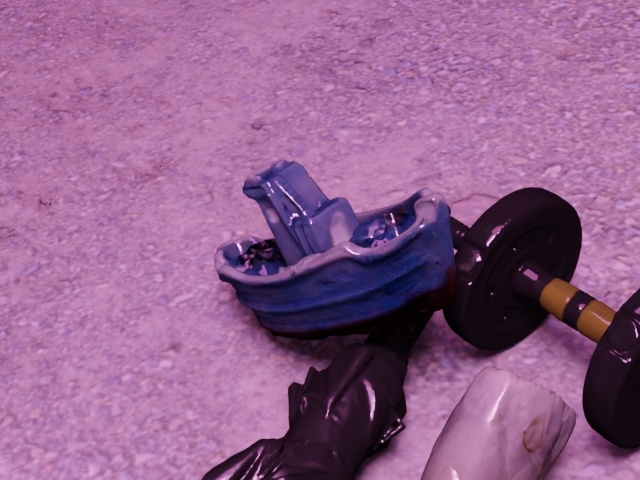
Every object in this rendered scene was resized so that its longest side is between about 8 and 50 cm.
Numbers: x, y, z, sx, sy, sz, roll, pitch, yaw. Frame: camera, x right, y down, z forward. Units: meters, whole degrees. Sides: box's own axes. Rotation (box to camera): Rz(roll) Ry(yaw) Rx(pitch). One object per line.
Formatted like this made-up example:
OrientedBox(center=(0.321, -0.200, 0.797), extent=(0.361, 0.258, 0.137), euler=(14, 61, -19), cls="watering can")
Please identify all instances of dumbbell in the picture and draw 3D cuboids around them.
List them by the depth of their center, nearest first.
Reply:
OrientedBox(center=(0.204, 0.056, 0.805), extent=(0.143, 0.143, 0.325), euler=(-34, 44, -22), cls="dumbbell")

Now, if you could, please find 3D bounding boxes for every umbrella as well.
OrientedBox(center=(0.012, 0.141, 0.793), extent=(0.118, 0.118, 0.340), euler=(13, 45, 27), cls="umbrella")

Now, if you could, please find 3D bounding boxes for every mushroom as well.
OrientedBox(center=(0.093, 0.189, 0.727), extent=(0.081, 0.092, 0.223), euler=(35, 68, 15), cls="mushroom")

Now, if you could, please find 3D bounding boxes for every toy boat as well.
OrientedBox(center=(0.000, 0.000, 0.850), extent=(0.129, 0.142, 0.309), euler=(-36, 15, -33), cls="toy boat")
